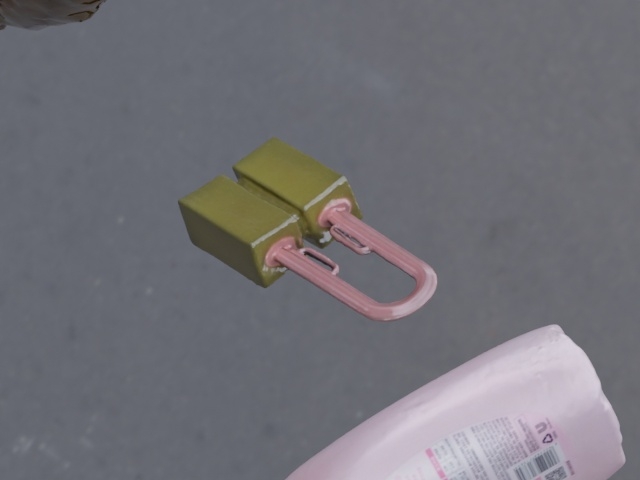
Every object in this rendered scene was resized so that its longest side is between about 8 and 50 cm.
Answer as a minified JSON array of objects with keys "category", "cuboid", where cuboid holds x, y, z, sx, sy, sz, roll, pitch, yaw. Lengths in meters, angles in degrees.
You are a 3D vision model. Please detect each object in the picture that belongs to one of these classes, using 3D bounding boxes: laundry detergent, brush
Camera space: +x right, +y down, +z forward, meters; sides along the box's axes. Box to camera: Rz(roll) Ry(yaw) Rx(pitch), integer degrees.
[{"category":"laundry detergent","cuboid":[0.050,0.189,1.328,0.159,0.335,0.088,64,-5,-37]},{"category":"brush","cuboid":[0.000,0.000,1.390,0.103,0.047,0.233,-35,39,-20]}]

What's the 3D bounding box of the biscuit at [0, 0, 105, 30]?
[{"category":"biscuit","cuboid":[-0.118,-0.181,0.443,0.075,0.296,0.296,-33,74,-17]}]
